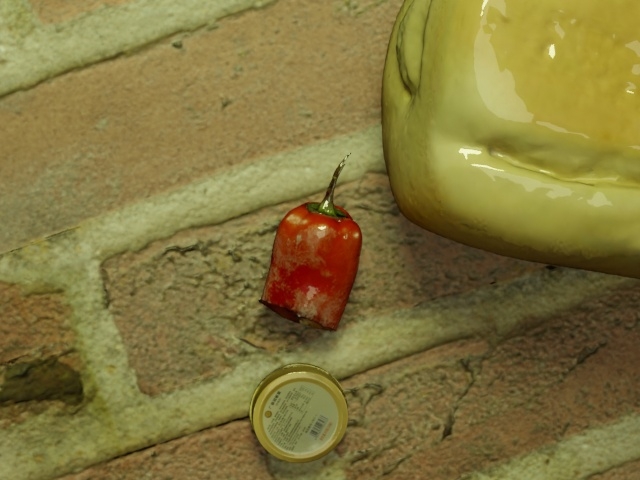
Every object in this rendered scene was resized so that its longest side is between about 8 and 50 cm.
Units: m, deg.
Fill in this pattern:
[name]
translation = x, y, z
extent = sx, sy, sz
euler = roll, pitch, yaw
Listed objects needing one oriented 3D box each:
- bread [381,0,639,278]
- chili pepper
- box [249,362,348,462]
[bread]
translation = 0.252, -0.149, 1.464
extent = 0.376, 0.253, 0.348
euler = 8, 95, -9
[chili pepper]
translation = 0.000, 0.000, 1.557
extent = 0.086, 0.084, 0.192
euler = 7, 105, -41
[box]
translation = -0.023, 0.183, 1.612
extent = 0.106, 0.037, 0.105
euler = -1, 101, -7
